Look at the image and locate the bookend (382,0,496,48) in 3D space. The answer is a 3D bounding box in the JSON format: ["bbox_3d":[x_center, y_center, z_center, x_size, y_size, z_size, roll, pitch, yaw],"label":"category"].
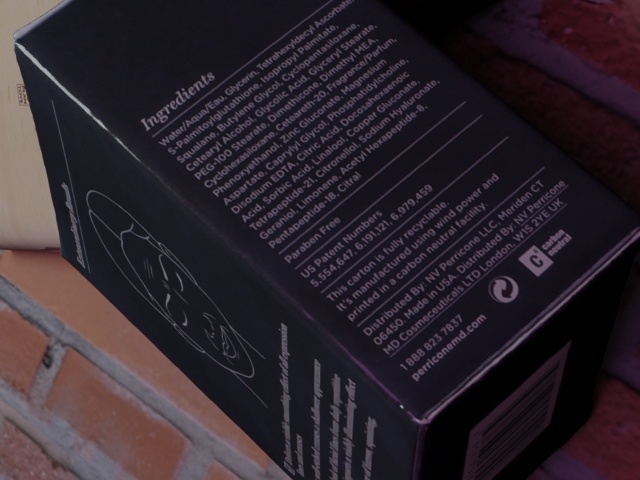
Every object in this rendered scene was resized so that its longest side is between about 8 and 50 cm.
[{"bbox_3d":[0.074,-0.183,1.367,0.157,0.156,0.072,-32,74,-15],"label":"bookend"}]

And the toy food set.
[{"bbox_3d":[-0.221,-0.133,1.564,0.220,0.092,0.306,3,106,36],"label":"toy food set"}]

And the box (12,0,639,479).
[{"bbox_3d":[0.000,0.000,1.287,0.395,0.212,0.293,42,158,21],"label":"box"}]
